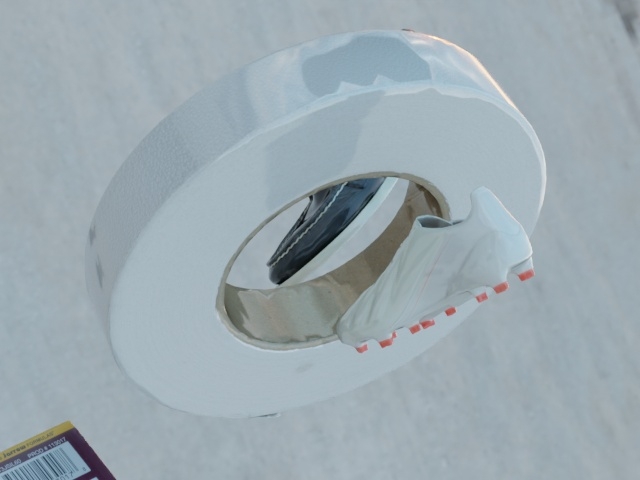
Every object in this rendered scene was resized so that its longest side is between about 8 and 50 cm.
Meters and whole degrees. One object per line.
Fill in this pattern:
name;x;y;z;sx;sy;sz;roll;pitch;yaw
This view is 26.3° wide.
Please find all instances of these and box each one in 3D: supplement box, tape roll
supplement box;-0.247;0.252;1.146;0.104;0.188;0.081;-23;59;-40
tape roll;0.000;0.000;1.129;0.392;0.392;0.072;36;20;-52

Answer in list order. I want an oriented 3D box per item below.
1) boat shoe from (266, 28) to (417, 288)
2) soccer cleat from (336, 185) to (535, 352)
boat shoe;0.032;-0.094;1.429;0.113;0.127;0.340;43;71;-8
soccer cleat;0.077;0.024;1.011;0.068;0.196;0.076;-20;82;-44
